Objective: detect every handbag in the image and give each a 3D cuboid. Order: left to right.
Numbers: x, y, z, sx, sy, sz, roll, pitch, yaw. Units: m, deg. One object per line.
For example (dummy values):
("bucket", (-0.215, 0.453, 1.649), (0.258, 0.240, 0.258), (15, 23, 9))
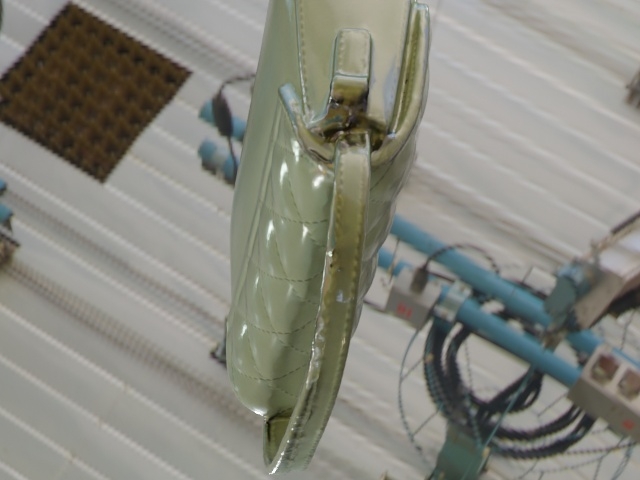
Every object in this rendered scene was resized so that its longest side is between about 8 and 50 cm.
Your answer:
("handbag", (0.000, 0.000, 0.695), (0.079, 0.256, 0.219), (6, -126, -7))
